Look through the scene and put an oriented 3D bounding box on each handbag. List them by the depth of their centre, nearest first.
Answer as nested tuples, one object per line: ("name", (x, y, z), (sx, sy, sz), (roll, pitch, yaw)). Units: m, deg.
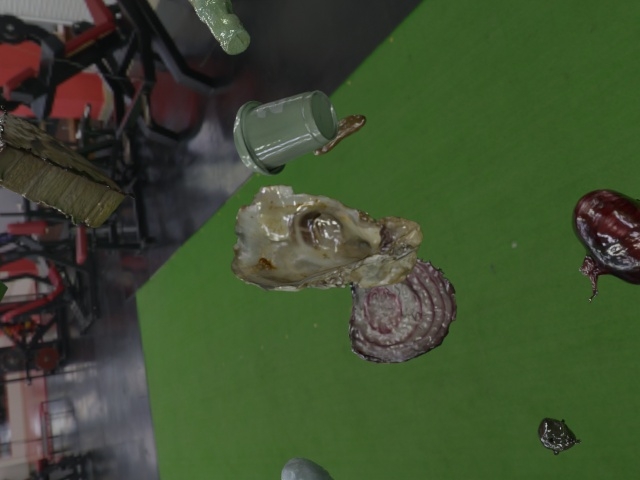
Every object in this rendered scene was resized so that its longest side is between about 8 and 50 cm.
("handbag", (0.463, 0.384, 1.244), (0.111, 0.047, 0.072), (129, 157, -80))

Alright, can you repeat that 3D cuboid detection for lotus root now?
("lotus root", (-0.377, -0.102, 0.866), (0.170, 0.261, 0.074), (42, 92, 26))

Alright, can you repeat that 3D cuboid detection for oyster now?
("oyster", (0.008, 0.012, 0.790), (0.107, 0.233, 0.161), (79, -169, -60))

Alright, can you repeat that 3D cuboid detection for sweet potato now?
("sweet potato", (0.051, -0.297, 1.768), (0.182, 0.053, 0.054), (-35, 87, 21))

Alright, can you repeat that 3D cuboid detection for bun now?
("bun", (-0.010, 0.434, 1.088), (0.141, 0.083, 0.140), (46, 148, 39))

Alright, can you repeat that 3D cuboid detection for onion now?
("onion", (0.720, 0.013, 1.568), (0.285, 0.273, 0.273), (-49, 45, 13))
("onion", (0.204, 0.194, 1.648), (0.146, 0.280, 0.314), (92, -177, -56))

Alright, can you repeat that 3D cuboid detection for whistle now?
("whistle", (-0.183, -0.379, 0.968), (0.258, 0.067, 0.126), (57, -176, 24))

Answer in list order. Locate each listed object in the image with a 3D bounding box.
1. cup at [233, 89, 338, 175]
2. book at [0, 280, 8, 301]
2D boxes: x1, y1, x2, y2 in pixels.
("cup", (-0.050, -0.166, 0.966), (0.141, 0.120, 0.120), (-10, 83, 31))
("book", (-0.519, 0.125, 0.882), (0.264, 0.027, 0.202), (134, 158, -69))
